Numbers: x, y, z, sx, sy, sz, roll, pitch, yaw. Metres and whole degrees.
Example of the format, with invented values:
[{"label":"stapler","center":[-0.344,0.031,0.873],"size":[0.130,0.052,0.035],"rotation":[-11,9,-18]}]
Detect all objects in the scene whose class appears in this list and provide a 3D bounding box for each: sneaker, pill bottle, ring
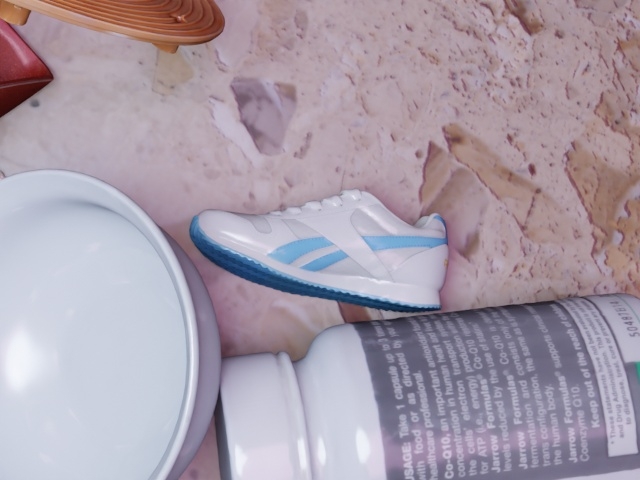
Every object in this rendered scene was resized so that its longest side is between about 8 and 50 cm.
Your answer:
[{"label":"sneaker","center":[0.000,0.000,1.151],"size":[0.229,0.087,0.092],"rotation":[12,80,-14]},{"label":"pill bottle","center":[0.100,0.160,1.096],"size":[0.361,0.204,0.204],"rotation":[-6,90,-8]},{"label":"ring","center":[-0.231,-0.222,1.006],"size":[0.337,0.336,0.032],"rotation":[25,110,-7]}]

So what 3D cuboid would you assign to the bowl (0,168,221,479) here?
[{"label":"bowl","center":[-0.186,0.096,1.056],"size":[0.298,0.134,0.297],"rotation":[-3,84,29]}]

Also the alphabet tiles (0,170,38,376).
[{"label":"alphabet tiles","center":[-0.281,0.064,1.143],"size":[0.237,0.009,0.198],"rotation":[-36,94,-7]}]

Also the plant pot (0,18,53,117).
[{"label":"plant pot","center":[-0.407,-0.142,1.014],"size":[0.236,0.267,0.267],"rotation":[-40,95,8]}]
